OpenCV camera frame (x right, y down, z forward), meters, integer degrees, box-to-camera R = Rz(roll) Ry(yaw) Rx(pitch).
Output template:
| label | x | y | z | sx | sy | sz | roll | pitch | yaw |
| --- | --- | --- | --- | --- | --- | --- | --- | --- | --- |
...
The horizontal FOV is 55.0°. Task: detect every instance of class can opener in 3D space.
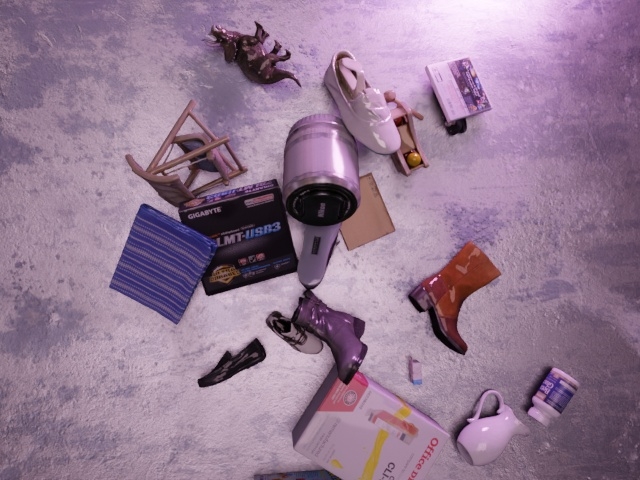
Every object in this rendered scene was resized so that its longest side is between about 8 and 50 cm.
| label | x | y | z | sx | sy | sz | roll | pitch | yaw |
| --- | --- | --- | --- | --- | --- | --- | --- | --- | --- |
| can opener | 0.403 | -0.421 | 1.941 | 0.059 | 0.073 | 0.186 | -23 | 88 | 34 |

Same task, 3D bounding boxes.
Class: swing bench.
| label | x | y | z | sx | sy | sz | roll | pitch | yaw |
| --- | --- | --- | --- | --- | --- | --- | --- | --- | --- |
| swing bench | -0.372 | -0.213 | 1.746 | 0.254 | 0.253 | 0.165 | -42 | 76 | -5 |

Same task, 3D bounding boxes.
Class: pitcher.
| label | x | y | z | sx | sy | sz | roll | pitch | yaw |
| --- | --- | --- | --- | --- | --- | --- | --- | --- | --- |
| pitcher | 0.514 | 0.582 | 1.908 | 0.207 | 0.125 | 0.178 | -28 | 71 | -15 |

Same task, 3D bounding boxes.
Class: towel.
| label | x | y | z | sx | sy | sz | roll | pitch | yaw |
| --- | --- | --- | --- | --- | --- | --- | --- | --- | --- |
| towel | -0.459 | 0.075 | 1.770 | 0.243 | 0.040 | 0.336 | 29 | 120 | -3 |

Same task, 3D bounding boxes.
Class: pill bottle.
| label | x | y | z | sx | sy | sz | roll | pitch | yaw |
| --- | --- | --- | --- | --- | --- | --- | --- | --- | --- |
| pill bottle | 0.726 | 0.494 | 1.930 | 0.094 | 0.094 | 0.169 | 36 | 86 | -4 |

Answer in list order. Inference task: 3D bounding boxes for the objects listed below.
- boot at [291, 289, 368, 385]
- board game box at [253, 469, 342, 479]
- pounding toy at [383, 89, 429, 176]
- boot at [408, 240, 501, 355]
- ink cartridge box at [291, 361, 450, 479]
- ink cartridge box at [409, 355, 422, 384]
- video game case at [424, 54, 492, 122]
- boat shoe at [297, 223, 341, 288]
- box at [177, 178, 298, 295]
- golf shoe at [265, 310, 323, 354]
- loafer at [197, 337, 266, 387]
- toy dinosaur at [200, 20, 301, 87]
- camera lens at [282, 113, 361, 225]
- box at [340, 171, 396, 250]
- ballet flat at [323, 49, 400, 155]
| label | x | y | z | sx | sy | sz | roll | pitch | yaw |
| --- | --- | --- | --- | --- | --- | --- | --- | --- | --- |
| boot | 0.012 | 0.271 | 1.760 | 0.222 | 0.338 | 0.118 | 31 | 102 | -7 |
| board game box | -0.060 | 0.782 | 1.830 | 0.275 | 0.144 | 0.142 | -3 | 90 | -4 |
| pounding toy | 0.270 | -0.345 | 1.871 | 0.154 | 0.154 | 0.270 | -25 | 92 | -5 |
| boot | 0.453 | 0.184 | 1.931 | 0.280 | 0.096 | 0.264 | -37 | 85 | -12 |
| ink cartridge box | 0.147 | 0.583 | 1.843 | 0.384 | 0.160 | 0.279 | 32 | 86 | -4 |
| ink cartridge box | 0.296 | 0.402 | 1.915 | 0.028 | 0.048 | 0.083 | -3 | 90 | -5 |
| video game case | 0.432 | -0.475 | 1.918 | 0.173 | 0.022 | 0.191 | -19 | 83 | -23 |
| boat shoe | 0.004 | 0.001 | 1.864 | 0.113 | 0.105 | 0.307 | 9 | 74 | 4 |
| box | -0.233 | -0.007 | 1.799 | 0.295 | 0.073 | 0.294 | -14 | 121 | -5 |
| golf shoe | -0.078 | 0.290 | 1.862 | 0.198 | 0.094 | 0.077 | 30 | 86 | -6 |
| loafer | -0.272 | 0.371 | 1.855 | 0.223 | 0.076 | 0.078 | -27 | 86 | -10 |
| toy dinosaur | -0.189 | -0.552 | 1.868 | 0.313 | 0.121 | 0.160 | 42 | 98 | -8 |
| camera lens | 0.002 | -0.196 | 1.765 | 0.219 | 0.219 | 0.275 | 2 | 56 | -5 |
| box | 0.123 | -0.090 | 1.920 | 0.164 | 0.021 | 0.201 | -23 | 92 | -5 |
| ballet flat | 0.114 | -0.412 | 1.770 | 0.139 | 0.139 | 0.400 | -23 | 54 | -5 |
